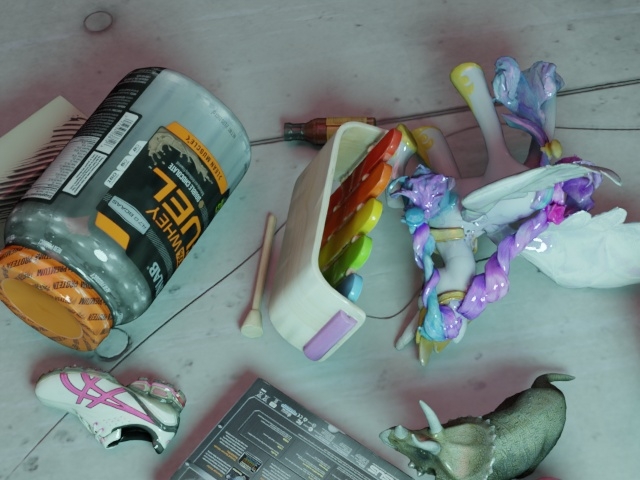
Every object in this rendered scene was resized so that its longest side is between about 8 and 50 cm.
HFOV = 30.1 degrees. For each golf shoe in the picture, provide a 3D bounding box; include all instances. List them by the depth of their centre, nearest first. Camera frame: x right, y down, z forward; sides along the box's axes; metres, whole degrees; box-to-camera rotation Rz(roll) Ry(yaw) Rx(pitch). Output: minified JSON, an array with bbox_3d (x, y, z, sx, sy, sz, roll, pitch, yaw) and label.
[{"bbox_3d":[-0.258,0.201,1.410,0.186,0.067,0.086,8,57,12],"label":"golf shoe"}]

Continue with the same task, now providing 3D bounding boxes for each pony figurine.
[{"bbox_3d":[0.227,-0.050,1.444,0.351,0.303,0.363,-23,51,30],"label":"pony figurine"}]

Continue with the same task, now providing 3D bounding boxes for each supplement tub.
[{"bbox_3d":[-0.252,-0.040,1.498,0.207,0.207,0.338,22,60,21],"label":"supplement tub"}]

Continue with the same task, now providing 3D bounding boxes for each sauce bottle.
[{"bbox_3d":[0.013,-0.152,1.651,0.128,0.042,0.042,2,54,7],"label":"sauce bottle"}]

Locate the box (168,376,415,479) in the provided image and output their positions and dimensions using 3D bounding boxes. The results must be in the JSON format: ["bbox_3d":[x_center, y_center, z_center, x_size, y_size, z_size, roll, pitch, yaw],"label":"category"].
[{"bbox_3d":[-0.035,0.286,1.329,0.231,0.056,0.183,29,63,25],"label":"box"}]

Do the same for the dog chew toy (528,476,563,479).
[{"bbox_3d":[0.198,0.379,1.157,0.207,0.206,0.331,10,48,14],"label":"dog chew toy"}]

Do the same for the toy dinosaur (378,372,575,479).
[{"bbox_3d":[0.198,0.218,1.277,0.314,0.160,0.121,-14,69,-32],"label":"toy dinosaur"}]

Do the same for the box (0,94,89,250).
[{"bbox_3d":[-0.416,-0.065,1.596,0.094,0.113,0.275,37,67,27],"label":"box"}]

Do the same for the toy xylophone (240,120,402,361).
[{"bbox_3d":[0.000,0.000,1.463,0.081,0.236,0.322,25,56,-16],"label":"toy xylophone"}]
